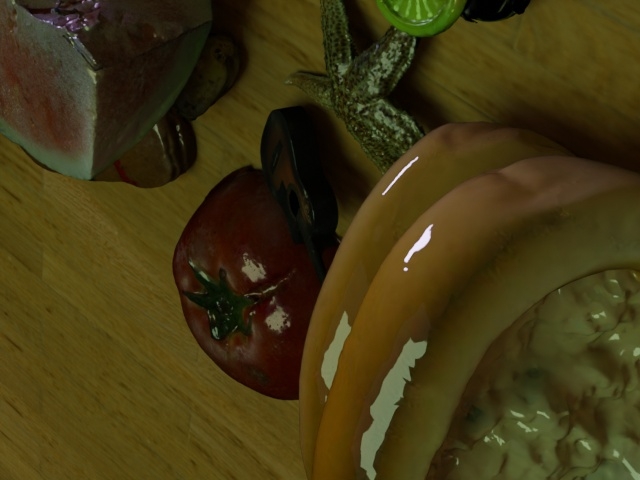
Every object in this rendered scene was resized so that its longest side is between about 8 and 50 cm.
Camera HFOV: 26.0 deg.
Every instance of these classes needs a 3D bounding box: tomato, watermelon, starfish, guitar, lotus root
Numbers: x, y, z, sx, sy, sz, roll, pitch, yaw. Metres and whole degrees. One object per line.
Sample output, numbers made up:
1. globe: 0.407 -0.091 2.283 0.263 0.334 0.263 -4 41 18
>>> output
1. tomato: -0.061 0.050 1.243 0.225 0.085 0.225 31 138 34
2. watermelon: -0.236 -0.205 1.138 0.305 0.224 0.180 41 -179 21
3. starfish: 0.029 -0.115 1.058 0.176 0.053 0.208 9 117 56
4. guitar: 0.000 0.000 1.107 0.088 0.025 0.233 115 138 -57
5. lotus root: -0.102 -0.137 1.173 0.049 0.054 0.099 41 140 5

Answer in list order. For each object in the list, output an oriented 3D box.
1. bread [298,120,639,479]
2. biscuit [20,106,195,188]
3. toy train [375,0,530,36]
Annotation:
1. bread: 0.149 0.122 0.979 0.245 0.329 0.424 -103 6 -58
2. biscuit: -0.244 -0.177 1.305 0.277 0.052 0.262 13 125 42
3. toy train: 0.024 -0.240 0.926 0.296 0.100 0.160 26 126 35
